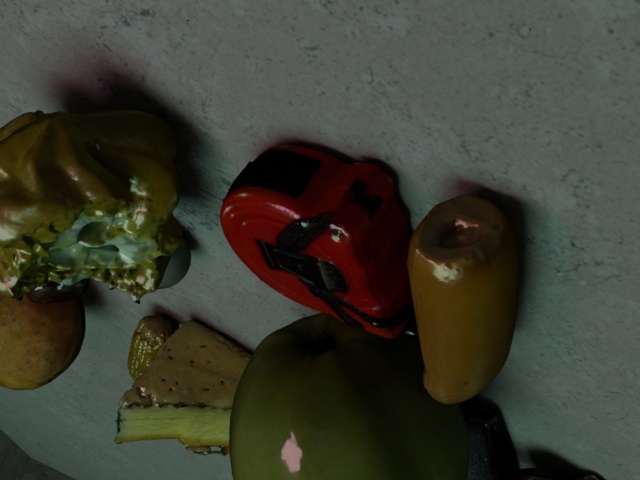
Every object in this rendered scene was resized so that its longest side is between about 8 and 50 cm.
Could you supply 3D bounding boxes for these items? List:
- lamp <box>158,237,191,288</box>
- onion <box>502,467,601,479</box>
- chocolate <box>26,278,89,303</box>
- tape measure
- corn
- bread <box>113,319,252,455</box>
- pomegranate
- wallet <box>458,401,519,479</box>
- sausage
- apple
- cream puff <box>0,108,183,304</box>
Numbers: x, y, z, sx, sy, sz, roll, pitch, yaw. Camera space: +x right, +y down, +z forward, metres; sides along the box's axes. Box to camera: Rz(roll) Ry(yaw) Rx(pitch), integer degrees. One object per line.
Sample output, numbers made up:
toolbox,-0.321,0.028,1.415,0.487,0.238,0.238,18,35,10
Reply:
lamp,-0.257,0.026,1.548,0.105,0.105,0.105,25,151,15
onion,0.374,0.413,1.524,0.206,0.151,0.098,36,-174,2
chocolate,-0.509,0.049,1.846,0.148,0.125,0.080,38,136,0
tape measure,0.000,0.000,1.229,0.260,0.114,0.253,14,147,31
corn,-0.333,0.222,1.946,0.097,0.097,0.262,30,151,5
bread,-0.200,0.336,1.826,0.315,0.279,0.248,39,147,14
pomegranate,-0.605,0.162,1.953,0.281,0.281,0.281,25,151,15
wallet,0.206,0.324,1.600,0.221,0.071,0.262,18,146,36
sausage,0.174,0.092,1.173,0.116,0.134,0.354,23,151,25
apple,0.032,0.279,1.382,0.357,0.357,0.357,25,151,15
cream puff,-0.325,-0.079,1.325,0.274,0.323,0.270,48,123,36
